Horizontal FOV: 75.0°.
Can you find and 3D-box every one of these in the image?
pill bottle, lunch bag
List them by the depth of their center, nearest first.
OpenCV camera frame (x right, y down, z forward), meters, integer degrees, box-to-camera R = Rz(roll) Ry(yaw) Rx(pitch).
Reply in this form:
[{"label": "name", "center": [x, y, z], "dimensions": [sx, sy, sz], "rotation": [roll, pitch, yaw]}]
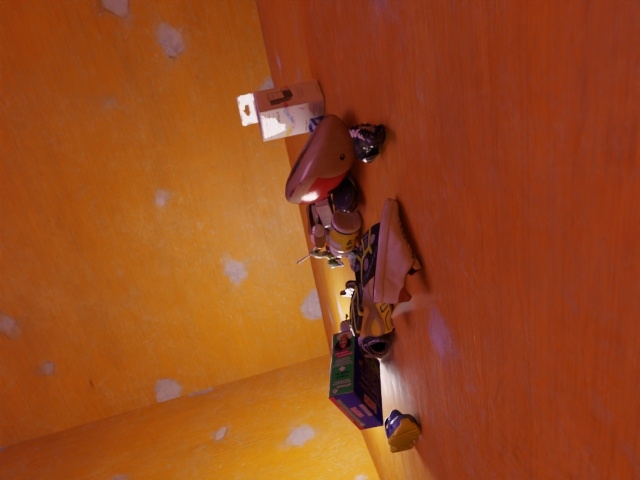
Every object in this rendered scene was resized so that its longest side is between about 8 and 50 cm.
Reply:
[{"label": "pill bottle", "center": [0.094, -0.026, 1.679], "dimensions": [0.208, 0.119, 0.119], "rotation": [98, 158, -57]}, {"label": "lunch bag", "center": [0.014, -0.417, 1.746], "dimensions": [0.219, 0.090, 0.176], "rotation": [-115, 17, -52]}]

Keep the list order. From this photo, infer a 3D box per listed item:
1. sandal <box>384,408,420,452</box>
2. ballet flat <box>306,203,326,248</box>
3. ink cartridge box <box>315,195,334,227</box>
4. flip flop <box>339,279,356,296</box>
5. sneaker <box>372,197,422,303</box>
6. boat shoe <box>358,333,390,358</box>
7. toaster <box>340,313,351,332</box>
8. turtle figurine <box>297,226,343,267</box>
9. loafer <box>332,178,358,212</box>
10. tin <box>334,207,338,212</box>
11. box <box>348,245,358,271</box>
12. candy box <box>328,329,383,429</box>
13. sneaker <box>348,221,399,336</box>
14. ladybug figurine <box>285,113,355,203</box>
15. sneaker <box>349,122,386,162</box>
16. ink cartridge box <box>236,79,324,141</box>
[{"label": "sandal", "center": [0.300, 0.720, 1.612], "dimensions": [0.317, 0.126, 0.138], "rotation": [88, 170, -53]}, {"label": "ballet flat", "center": [-0.024, -0.077, 1.923], "dimensions": [0.073, 0.080, 0.232], "rotation": [114, 144, -63]}, {"label": "ink cartridge box", "center": [-0.002, -0.251, 1.911], "dimensions": [0.296, 0.066, 0.261], "rotation": [-98, -10, -46]}, {"label": "flip flop", "center": [0.151, 0.213, 1.885], "dimensions": [0.277, 0.112, 0.080], "rotation": [93, -172, -73]}, {"label": "sneaker", "center": [0.212, 0.029, 1.129], "dimensions": [0.106, 0.123, 0.290], "rotation": [65, -150, -74]}, {"label": "boat shoe", "center": [0.220, 0.412, 1.652], "dimensions": [0.306, 0.113, 0.105], "rotation": [107, 164, -58]}, {"label": "toaster", "center": [0.177, 0.486, 2.066], "dimensions": [0.146, 0.129, 0.227], "rotation": [-129, 28, -64]}, {"label": "turtle figurine", "center": [0.000, 0.000, 2.064], "dimensions": [0.275, 0.198, 0.266], "rotation": [19, 113, 38]}, {"label": "loafer", "center": [0.098, -0.180, 1.617], "dimensions": [0.095, 0.109, 0.302], "rotation": [31, -165, -26]}, {"label": "tin", "center": [0.092, -0.135, 1.882], "dimensions": [0.189, 0.040, 0.106], "rotation": [85, 164, -55]}, {"label": "box", "center": [0.160, 0.091, 1.785], "dimensions": [0.207, 0.036, 0.114], "rotation": [-135, 32, -76]}, {"label": "candy box", "center": [0.155, 0.585, 1.766], "dimensions": [0.268, 0.122, 0.317], "rotation": [55, -157, -30]}, {"label": "sneaker", "center": [0.188, 0.123, 1.312], "dimensions": [0.145, 0.147, 0.384], "rotation": [-114, 30, -66]}, {"label": "ladybug figurine", "center": [-0.001, -0.269, 1.525], "dimensions": [0.305, 0.162, 0.449], "rotation": [-69, 12, -20]}, {"label": "sneaker", "center": [0.138, -0.265, 1.158], "dimensions": [0.234, 0.078, 0.106], "rotation": [-113, 9, -70]}, {"label": "ink cartridge box", "center": [-0.169, -0.552, 1.812], "dimensions": [0.207, 0.353, 0.119], "rotation": [93, 161, -67]}]
